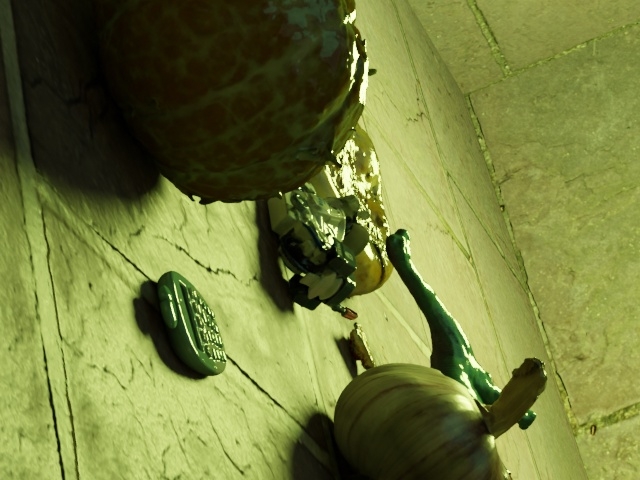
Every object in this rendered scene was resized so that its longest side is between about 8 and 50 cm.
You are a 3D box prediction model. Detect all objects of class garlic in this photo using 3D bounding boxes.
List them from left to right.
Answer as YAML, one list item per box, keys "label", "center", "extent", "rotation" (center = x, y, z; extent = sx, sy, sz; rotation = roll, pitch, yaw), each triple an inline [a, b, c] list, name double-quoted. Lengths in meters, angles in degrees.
- label: "garlic"
  center: [0.153, 0.217, 1.947]
  extent: [0.245, 0.253, 0.245]
  rotation: [52, -1, 1]

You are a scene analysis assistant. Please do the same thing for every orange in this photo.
- label: "orange"
  center: [-0.085, -0.199, 1.700]
  extent: [0.329, 0.249, 0.329]
  rotation: [-14, 90, -81]

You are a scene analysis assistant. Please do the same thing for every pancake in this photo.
- label: "pancake"
  center: [0.014, -0.108, 2.342]
  extent: [0.387, 0.082, 0.386]
  rotation: [-21, 90, -79]

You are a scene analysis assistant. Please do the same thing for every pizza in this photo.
- label: "pizza"
  center: [0.047, 0.132, 2.200]
  extent: [0.083, 0.025, 0.078]
  rotation: [-108, 173, -52]

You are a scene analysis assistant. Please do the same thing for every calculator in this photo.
- label: "calculator"
  center: [-0.120, 0.077, 1.594]
  extent: [0.153, 0.021, 0.095]
  rotation: [40, 30, -66]

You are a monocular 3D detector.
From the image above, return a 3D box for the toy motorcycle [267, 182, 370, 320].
- label: "toy motorcycle"
  center: [0.000, 0.000, 2.085]
  extent: [0.150, 0.102, 0.221]
  rotation: [36, 24, -28]

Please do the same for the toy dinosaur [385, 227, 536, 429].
- label: "toy dinosaur"
  center: [0.151, 0.219, 2.327]
  extent: [0.331, 0.129, 0.383]
  rotation: [43, 47, -41]

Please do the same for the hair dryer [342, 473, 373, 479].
- label: "hair dryer"
  center: [0.063, 0.370, 1.828]
  extent: [0.173, 0.050, 0.194]
  rotation: [-77, 146, -67]

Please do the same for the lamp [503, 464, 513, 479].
- label: "lamp"
  center: [0.171, 0.318, 2.180]
  extent: [0.182, 0.140, 0.182]
  rotation: [61, -5, 10]
